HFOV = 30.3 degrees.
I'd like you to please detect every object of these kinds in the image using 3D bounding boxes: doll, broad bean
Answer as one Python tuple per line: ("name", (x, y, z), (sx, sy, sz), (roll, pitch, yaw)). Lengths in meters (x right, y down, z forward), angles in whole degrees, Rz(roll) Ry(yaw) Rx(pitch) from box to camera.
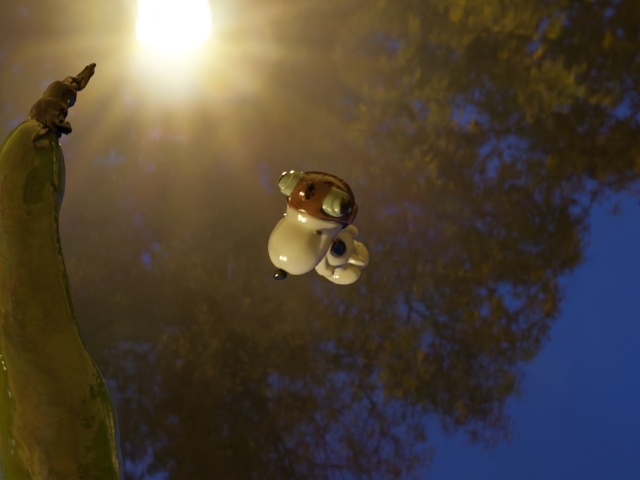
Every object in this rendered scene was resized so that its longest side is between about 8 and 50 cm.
("doll", (0.004, -0.005, 0.604), (0.040, 0.058, 0.085), (29, -169, 29))
("broad bean", (-0.152, 0.052, 0.656), (0.075, 0.067, 0.325), (-7, -99, -1))
